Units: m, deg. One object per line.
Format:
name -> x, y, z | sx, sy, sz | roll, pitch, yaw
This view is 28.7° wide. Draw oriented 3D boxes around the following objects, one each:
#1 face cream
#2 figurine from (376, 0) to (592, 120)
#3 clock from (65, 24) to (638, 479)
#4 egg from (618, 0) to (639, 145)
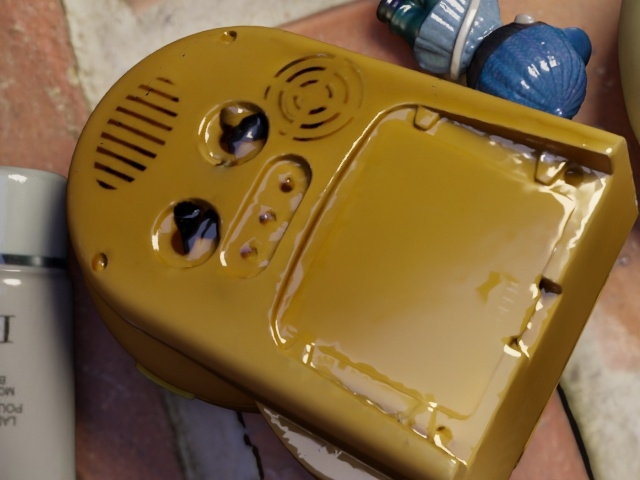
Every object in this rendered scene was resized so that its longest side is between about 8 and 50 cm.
face cream -> -0.206, 0.111, 0.779 | 0.143, 0.089, 0.315 | 3, 87, 5
figurine -> 0.108, -0.127, 0.811 | 0.149, 0.087, 0.086 | 39, 100, 16
clock -> 0.000, 0.000, 0.740 | 0.317, 0.200, 0.244 | 26, 76, 18
egg -> 0.277, -0.143, 0.745 | 0.188, 0.188, 0.254 | 28, 85, 10
